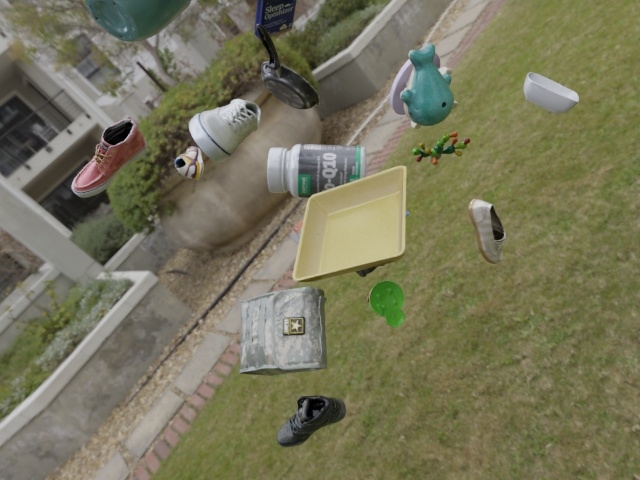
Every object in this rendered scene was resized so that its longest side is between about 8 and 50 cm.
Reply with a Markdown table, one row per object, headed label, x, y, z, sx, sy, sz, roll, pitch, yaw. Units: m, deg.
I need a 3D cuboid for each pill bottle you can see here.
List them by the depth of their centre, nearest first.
| label | x | y | z | sx | sy | sz | roll | pitch | yaw |
| --- | --- | --- | --- | --- | --- | --- | --- | --- | --- |
| pill bottle | -0.010 | -0.261 | 1.860 | 0.361 | 0.204 | 0.204 | 2 | 31 | 3 |

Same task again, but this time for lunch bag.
| label | x | y | z | sx | sy | sz | roll | pitch | yaw |
| --- | --- | --- | --- | --- | --- | --- | --- | --- | --- |
| lunch bag | -0.102 | 0.276 | 1.468 | 0.287 | 0.169 | 0.235 | -19 | 64 | 37 |

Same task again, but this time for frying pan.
| label | x | y | z | sx | sy | sz | roll | pitch | yaw |
| --- | --- | --- | --- | --- | --- | --- | --- | --- | --- |
| frying pan | -0.089 | -0.450 | 1.361 | 0.053 | 0.197 | 0.326 | -61 | -1 | -6 |

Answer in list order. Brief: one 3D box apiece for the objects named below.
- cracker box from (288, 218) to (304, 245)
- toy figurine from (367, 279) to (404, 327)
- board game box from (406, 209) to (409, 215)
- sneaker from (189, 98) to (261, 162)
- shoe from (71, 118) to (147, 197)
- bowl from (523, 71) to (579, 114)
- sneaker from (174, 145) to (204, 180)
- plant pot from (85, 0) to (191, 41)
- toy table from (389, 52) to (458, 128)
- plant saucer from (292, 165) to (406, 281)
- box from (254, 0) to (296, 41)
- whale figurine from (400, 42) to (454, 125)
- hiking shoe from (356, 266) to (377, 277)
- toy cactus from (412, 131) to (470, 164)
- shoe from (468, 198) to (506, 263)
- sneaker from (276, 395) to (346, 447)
| label | x | y | z | sx | sy | sz | roll | pitch | yaw |
| --- | --- | --- | --- | --- | --- | --- | --- | --- | --- |
| cracker box | 0.000 | 0.000 | 2.140 | 0.156 | 0.232 | 0.067 | -44 | -6 | -35 |
| toy figurine | 0.235 | 0.232 | 1.818 | 0.130 | 0.173 | 0.159 | -25 | -1 | -9 |
| board game box | 0.171 | -0.049 | 1.933 | 0.291 | 0.141 | 0.232 | -43 | 2 | -7 |
| sneaker | -0.169 | -0.221 | 0.911 | 0.091 | 0.094 | 0.258 | -35 | 20 | 16 |
| shoe | -0.427 | -0.166 | 0.972 | 0.178 | 0.063 | 0.081 | -46 | -15 | -19 |
| bowl | 0.590 | -0.379 | 1.275 | 0.142 | 0.142 | 0.053 | -47 | -15 | -55 |
| sneaker | -0.439 | -0.267 | 1.617 | 0.070 | 0.083 | 0.185 | -63 | 34 | 23 |
| plant pot | -0.598 | -0.783 | 1.557 | 0.293 | 0.293 | 0.235 | -10 | 47 | 54 |
| toy table | 0.397 | -0.578 | 1.904 | 0.274 | 0.252 | 0.161 | 105 | 150 | -43 |
| plant saucer | 0.101 | -0.031 | 1.379 | 0.332 | 0.081 | 0.333 | -16 | 44 | 28 |
| box | -0.137 | -0.742 | 1.537 | 0.136 | 0.036 | 0.225 | -31 | -19 | -24 |
| whale figurine | 0.379 | -0.528 | 1.695 | 0.216 | 0.272 | 0.141 | -25 | 35 | -17 |
| hiking shoe | 0.136 | 0.015 | 1.742 | 0.114 | 0.227 | 0.086 | -25 | -15 | -13 |
| toy cactus | 0.470 | -0.346 | 1.942 | 0.219 | 0.112 | 0.180 | -19 | -9 | -3 |
| shoe | 0.448 | -0.017 | 1.285 | 0.058 | 0.219 | 0.077 | 3 | 48 | 42 |
| sneaker | -0.053 | 0.493 | 1.353 | 0.227 | 0.130 | 0.087 | -34 | 46 | 20 |
